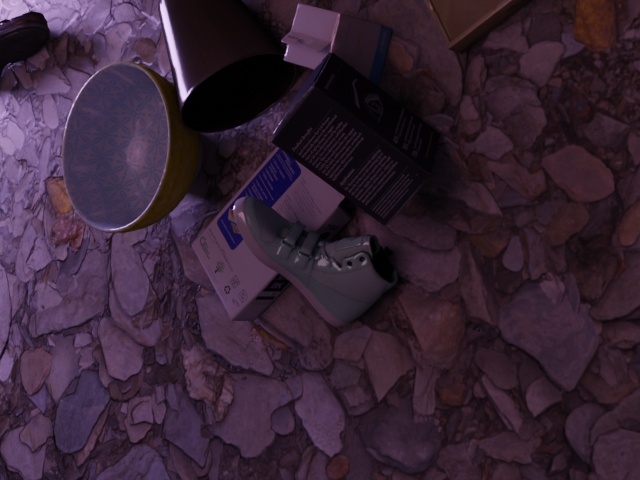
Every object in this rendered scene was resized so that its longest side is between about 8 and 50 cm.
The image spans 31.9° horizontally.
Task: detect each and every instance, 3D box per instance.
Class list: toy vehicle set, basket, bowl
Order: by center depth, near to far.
[{"bbox_3d":[0.253,-0.404,1.555,0.267,0.035,0.166,-35,65,34],"label":"toy vehicle set"},{"bbox_3d":[-0.171,-0.321,1.843,0.204,0.154,0.226,-29,60,6],"label":"basket"},{"bbox_3d":[-0.297,-0.152,1.932,0.290,0.156,0.289,-4,85,41],"label":"bowl"}]

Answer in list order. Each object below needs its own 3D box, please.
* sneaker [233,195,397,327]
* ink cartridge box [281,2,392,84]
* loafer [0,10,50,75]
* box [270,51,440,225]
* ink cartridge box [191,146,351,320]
[{"bbox_3d":[0.000,0.000,1.648,0.256,0.094,0.151,44,123,-14],"label":"sneaker"},{"bbox_3d":[0.021,-0.295,1.676,0.092,0.143,0.089,22,101,39],"label":"ink cartridge box"},{"bbox_3d":[-0.666,-0.411,2.306,0.303,0.109,0.095,-24,68,40],"label":"loafer"},{"bbox_3d":[0.052,-0.145,1.571,0.207,0.153,0.108,36,118,-7],"label":"box"},{"bbox_3d":[-0.064,-0.034,1.786,0.332,0.065,0.165,-46,59,30],"label":"ink cartridge box"}]
